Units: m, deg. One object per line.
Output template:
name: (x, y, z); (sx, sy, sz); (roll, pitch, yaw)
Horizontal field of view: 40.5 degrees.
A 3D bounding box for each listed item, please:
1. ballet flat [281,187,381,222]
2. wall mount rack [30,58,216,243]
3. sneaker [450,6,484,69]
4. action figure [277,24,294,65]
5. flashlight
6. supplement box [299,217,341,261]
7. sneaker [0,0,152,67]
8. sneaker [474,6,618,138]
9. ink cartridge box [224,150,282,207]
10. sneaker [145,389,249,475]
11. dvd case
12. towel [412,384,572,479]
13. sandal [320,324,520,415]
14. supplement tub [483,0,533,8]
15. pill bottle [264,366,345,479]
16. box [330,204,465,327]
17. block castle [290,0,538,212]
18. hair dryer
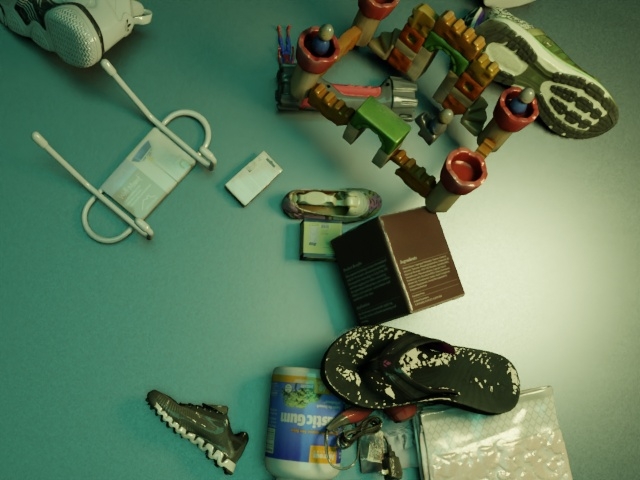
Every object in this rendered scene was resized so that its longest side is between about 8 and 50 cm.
ballet flat: (0.029, -0.080, 1.850); (0.221, 0.079, 0.077); (0, 80, -10)
wall mount rack: (-0.393, -0.178, 1.770); (0.304, 0.130, 0.350); (40, 76, -1)
sneaker: (0.345, -0.447, 1.981); (0.071, 0.068, 0.170); (15, 87, -22)
action figure: (-0.077, -0.418, 1.915); (0.038, 0.030, 0.115); (-4, 84, -14)
flashlight: (0.057, -0.327, 1.889); (0.303, 0.103, 0.103); (0, 42, -12)
supplement box: (0.000, 0.000, 1.844); (0.083, 0.056, 0.083); (3, 80, -9)
sneaker: (-0.528, -0.501, 1.799); (0.365, 0.137, 0.210); (35, 51, 20)
sneaker: (0.517, -0.395, 1.953); (0.410, 0.158, 0.182); (35, 46, -16)
ink cartridge box: (-0.143, -0.131, 1.856); (0.115, 0.029, 0.063); (-44, 89, -14)
sneaker: (-0.240, 0.360, 1.739); (0.234, 0.078, 0.106); (40, 74, -5)
dvd case: (0.184, 0.395, 1.831); (0.221, 0.018, 0.165); (-5, 81, -10)
towel: (0.371, 0.483, 1.819); (0.331, 0.053, 0.317); (-8, 82, -14)
sandal: (0.215, 0.250, 1.719); (0.445, 0.107, 0.168); (8, 65, -22)
supplement tub: (0.422, -0.685, 1.956); (0.191, 0.191, 0.272); (-10, 83, -11)
pill bottle: (-0.031, 0.393, 1.727); (0.152, 0.152, 0.272); (6, 79, -8)
box: (0.158, 0.055, 1.779); (0.167, 0.168, 0.203); (-13, 82, -38)
block castle: (0.191, -0.307, 1.747); (0.453, 0.213, 0.303); (41, 60, 5)
hair dryer: (0.113, 0.324, 1.733); (0.223, 0.080, 0.294); (31, 54, -42)
